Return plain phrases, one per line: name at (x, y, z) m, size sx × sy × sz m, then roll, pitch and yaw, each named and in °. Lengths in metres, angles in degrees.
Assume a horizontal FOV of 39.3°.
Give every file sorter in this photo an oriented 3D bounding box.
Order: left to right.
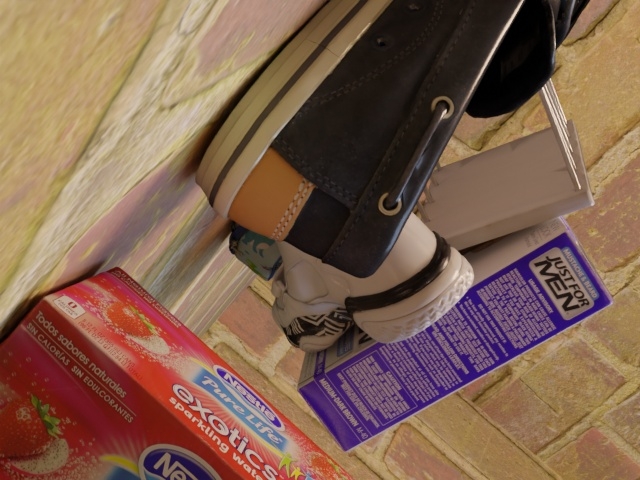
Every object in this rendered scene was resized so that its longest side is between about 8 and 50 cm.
file sorter at (0.183, -0.129, 1.034) m, size 0.193 × 0.173 × 0.277 m, roll -20°, pitch -163°, yaw 19°

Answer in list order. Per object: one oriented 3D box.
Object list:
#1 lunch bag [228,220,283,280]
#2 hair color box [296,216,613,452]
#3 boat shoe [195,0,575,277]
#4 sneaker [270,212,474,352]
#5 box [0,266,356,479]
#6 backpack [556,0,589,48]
lunch bag at (-0.027, -0.053, 1.168) m, size 0.219 × 0.090 × 0.176 m, roll -50°, pitch 179°, yaw -14°
hair color box at (0.143, 0.083, 1.027) m, size 0.339 × 0.110 × 0.185 m, roll -31°, pitch -166°, yaw 14°
boat shoe at (0.115, -0.175, 0.688) m, size 0.500 × 0.156 × 0.187 m, roll -51°, pitch 178°, yaw -20°
sneaker at (0.000, 0.000, 0.956) m, size 0.137 × 0.210 × 0.366 m, roll -41°, pitch -171°, yaw -22°
box at (-0.090, 0.148, 0.554) m, size 0.122 × 0.257 × 0.128 m, roll -48°, pitch 180°, yaw 9°
backpack at (0.265, -0.317, 1.274) m, size 0.253 × 0.191 × 0.225 m, roll -58°, pitch -179°, yaw -30°
